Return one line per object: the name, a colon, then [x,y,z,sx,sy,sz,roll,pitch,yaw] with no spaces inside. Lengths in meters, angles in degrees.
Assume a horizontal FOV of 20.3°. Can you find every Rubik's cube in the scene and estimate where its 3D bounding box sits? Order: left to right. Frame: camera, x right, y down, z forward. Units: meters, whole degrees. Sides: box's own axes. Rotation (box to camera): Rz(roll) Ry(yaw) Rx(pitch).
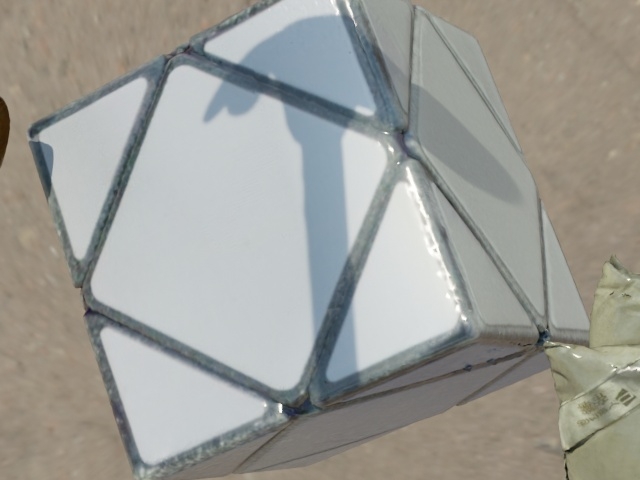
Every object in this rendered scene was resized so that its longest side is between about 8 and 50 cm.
Rubik's cube: [0.000,0.000,0.961,0.205,0.205,0.207,-24,75,21]

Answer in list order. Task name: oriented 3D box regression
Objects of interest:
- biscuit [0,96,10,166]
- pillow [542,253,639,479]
biscuit: [-0.209,0.017,0.881,0.031,0.138,0.205,27,96,12]
pillow: [0.160,0.098,0.695,0.134,0.181,0.078,4,40,16]
